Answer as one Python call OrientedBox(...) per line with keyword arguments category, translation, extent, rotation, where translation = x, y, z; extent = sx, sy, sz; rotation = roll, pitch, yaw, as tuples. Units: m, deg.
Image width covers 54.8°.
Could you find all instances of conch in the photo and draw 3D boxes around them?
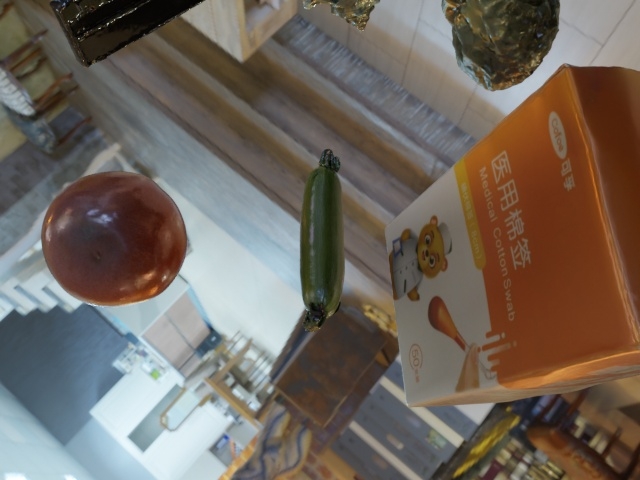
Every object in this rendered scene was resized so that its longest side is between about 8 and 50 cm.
OrientedBox(category="conch", translation=(0.020, -0.423, 0.985), extent=(0.234, 0.137, 0.114), rotation=(30, -166, -41))

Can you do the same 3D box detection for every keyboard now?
OrientedBox(category="keyboard", translation=(-0.130, -0.251, 0.585), extent=(0.017, 0.250, 0.087), rotation=(47, 164, 18))

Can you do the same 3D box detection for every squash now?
OrientedBox(category="squash", translation=(0.001, 0.002, 0.941), extent=(0.071, 0.318, 0.080), rotation=(-12, 144, 23))

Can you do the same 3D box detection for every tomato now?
OrientedBox(category="tomato", translation=(-0.373, -0.002, 1.124), extent=(0.256, 0.256, 0.224), rotation=(46, -174, -11))

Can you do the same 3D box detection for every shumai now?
OrientedBox(category="shumai", translation=(0.288, -0.403, 1.117), extent=(0.222, 0.203, 0.272), rotation=(14, 115, 53))

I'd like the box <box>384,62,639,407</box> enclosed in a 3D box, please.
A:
OrientedBox(category="box", translation=(0.203, 0.027, 0.584), extent=(0.143, 0.225, 0.341), rotation=(2, 159, -19))
